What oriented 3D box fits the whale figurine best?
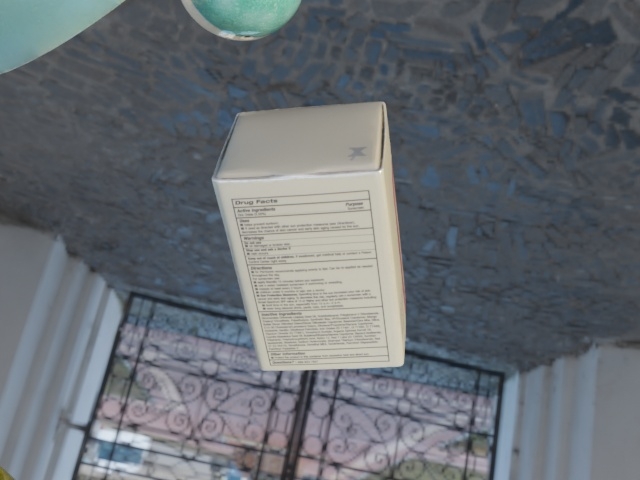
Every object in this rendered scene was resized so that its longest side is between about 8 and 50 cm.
[{"bbox_3d":[-0.104,-0.411,1.151,0.216,0.271,0.141,-4,179,-34],"label":"whale figurine"}]

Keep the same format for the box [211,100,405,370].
[{"bbox_3d":[0.000,0.000,0.825,0.149,0.126,0.232,-3,126,9],"label":"box"}]

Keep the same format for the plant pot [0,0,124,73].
[{"bbox_3d":[-0.223,-0.296,0.583,0.293,0.293,0.235,-7,138,37],"label":"plant pot"}]

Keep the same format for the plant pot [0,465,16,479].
[{"bbox_3d":[-0.216,0.178,0.493,0.134,0.134,0.095,10,118,2],"label":"plant pot"}]
